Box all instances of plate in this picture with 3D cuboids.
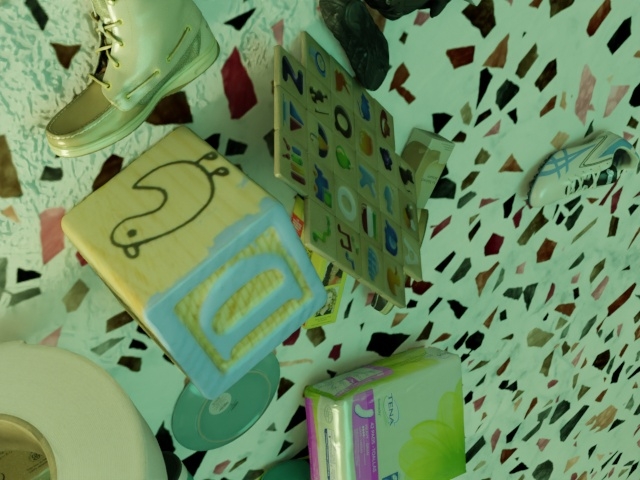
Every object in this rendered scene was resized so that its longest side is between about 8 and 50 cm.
[{"bbox_3d":[-0.130,0.238,1.381,0.188,0.024,0.188,-26,135,-28],"label":"plate"}]

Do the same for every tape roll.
[{"bbox_3d":[-0.340,0.275,0.920,0.392,0.392,0.072,-38,140,-16],"label":"tape roll"}]

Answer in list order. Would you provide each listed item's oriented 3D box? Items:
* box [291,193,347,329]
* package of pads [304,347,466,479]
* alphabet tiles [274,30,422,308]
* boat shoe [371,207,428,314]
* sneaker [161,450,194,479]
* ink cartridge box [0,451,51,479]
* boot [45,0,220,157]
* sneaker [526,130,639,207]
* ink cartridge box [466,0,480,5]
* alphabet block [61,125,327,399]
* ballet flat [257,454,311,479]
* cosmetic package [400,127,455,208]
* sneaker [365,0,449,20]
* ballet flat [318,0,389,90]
[{"bbox_3d":[0.000,0.000,1.277,0.058,0.087,0.232,-10,127,-36],"label":"box"},{"bbox_3d":[0.112,0.311,1.560,0.296,0.101,0.229,-12,103,-39],"label":"package of pads"},{"bbox_3d":[0.041,-0.082,1.152,0.011,0.285,0.342,-16,151,27],"label":"alphabet tiles"},{"bbox_3d":[0.102,0.025,1.407,0.223,0.073,0.080,107,4,-50],"label":"boat shoe"},{"bbox_3d":[-0.277,0.451,1.334,0.295,0.124,0.178,-41,130,-15],"label":"sneaker"},{"bbox_3d":[-0.370,0.338,1.174,0.234,0.088,0.193,-32,138,-22],"label":"ink cartridge box"},{"bbox_3d":[-0.208,-0.197,0.930,0.213,0.077,0.165,-42,141,-19],"label":"boot"},{"bbox_3d":[0.452,-0.118,1.624,0.237,0.086,0.085,-28,137,-24],"label":"sneaker"},{"bbox_3d":[0.216,-0.374,1.240,0.115,0.029,0.063,-55,141,5],"label":"ink cartridge box"},{"bbox_3d":[-0.139,0.024,1.071,0.192,0.197,0.193,-40,140,-15],"label":"alphabet block"},{"bbox_3d":[-0.013,0.398,1.584,0.231,0.077,0.077,-17,143,-37],"label":"ballet flat"},{"bbox_3d":[0.142,-0.101,1.369,0.060,0.041,0.115,5,115,-46],"label":"cosmetic package"},{"bbox_3d":[0.079,-0.323,1.093,0.286,0.109,0.130,2,124,-42],"label":"sneaker"},{"bbox_3d":[0.047,-0.247,1.174,0.057,0.049,0.173,-55,149,-14],"label":"ballet flat"}]
